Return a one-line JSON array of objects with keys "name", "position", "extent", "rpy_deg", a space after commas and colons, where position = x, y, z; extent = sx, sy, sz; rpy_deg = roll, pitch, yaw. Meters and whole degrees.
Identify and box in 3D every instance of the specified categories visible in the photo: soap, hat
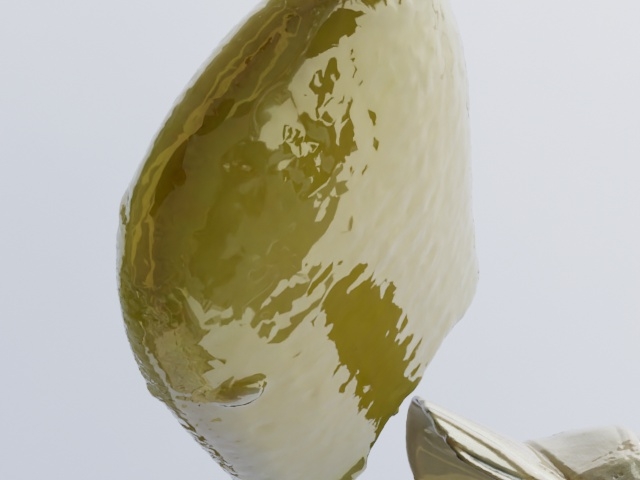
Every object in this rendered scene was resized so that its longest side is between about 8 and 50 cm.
[{"name": "soap", "position": [-0.002, -0.001, 0.839], "extent": [0.115, 0.427, 0.306], "rpy_deg": [35, -112, 28]}, {"name": "hat", "position": [0.188, 0.184, 1.054], "extent": [0.164, 0.219, 0.226], "rpy_deg": [-40, -104, -18]}]
